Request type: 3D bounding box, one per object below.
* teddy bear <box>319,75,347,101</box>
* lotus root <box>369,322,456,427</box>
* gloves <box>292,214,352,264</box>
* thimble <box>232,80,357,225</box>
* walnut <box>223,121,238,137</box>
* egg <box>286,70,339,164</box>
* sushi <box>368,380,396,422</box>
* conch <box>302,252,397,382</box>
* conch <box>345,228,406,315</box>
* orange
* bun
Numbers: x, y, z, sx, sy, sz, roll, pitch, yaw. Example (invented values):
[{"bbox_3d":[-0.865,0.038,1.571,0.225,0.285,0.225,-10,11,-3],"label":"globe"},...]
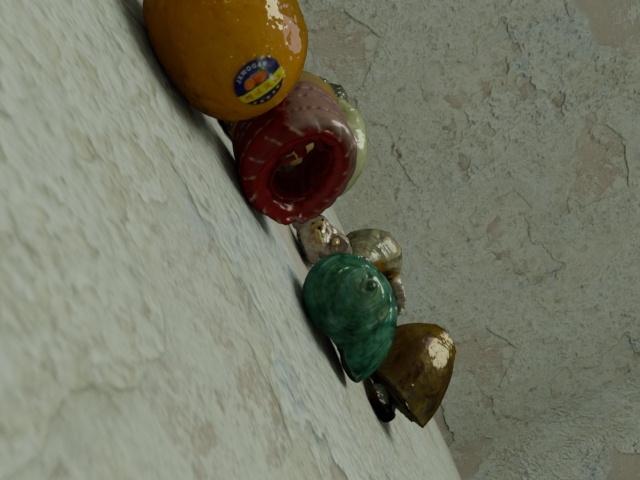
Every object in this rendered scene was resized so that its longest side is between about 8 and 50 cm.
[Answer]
[{"bbox_3d":[-0.041,-0.447,1.888,0.236,0.267,0.151,-51,123,-69],"label":"teddy bear"},{"bbox_3d":[0.204,0.272,1.207,0.188,0.180,0.199,36,-22,49],"label":"lotus root"},{"bbox_3d":[0.006,0.006,1.146,0.144,0.094,0.110,32,18,-43],"label":"gloves"},{"bbox_3d":[-0.040,-0.129,0.838,0.163,0.190,0.125,10,37,-27],"label":"thimble"},{"bbox_3d":[-0.146,-0.241,0.932,0.170,0.069,0.143,63,3,-54],"label":"walnut"},{"bbox_3d":[-0.055,-0.271,1.288,0.244,0.201,0.201,-89,155,-53],"label":"egg"},{"bbox_3d":[0.116,0.321,1.116,0.083,0.044,0.046,61,27,-15],"label":"sushi"},{"bbox_3d":[0.055,0.109,0.900,0.196,0.134,0.202,65,4,22],"label":"conch"},{"bbox_3d":[0.091,0.087,1.337,0.291,0.158,0.210,-25,100,-47],"label":"conch"},{"bbox_3d":[-0.115,-0.261,0.709,0.219,0.193,0.219,48,-1,1],"label":"orange"},{"bbox_3d":[-0.012,-0.241,1.466,0.146,0.287,0.287,6,53,-48],"label":"bun"}]
